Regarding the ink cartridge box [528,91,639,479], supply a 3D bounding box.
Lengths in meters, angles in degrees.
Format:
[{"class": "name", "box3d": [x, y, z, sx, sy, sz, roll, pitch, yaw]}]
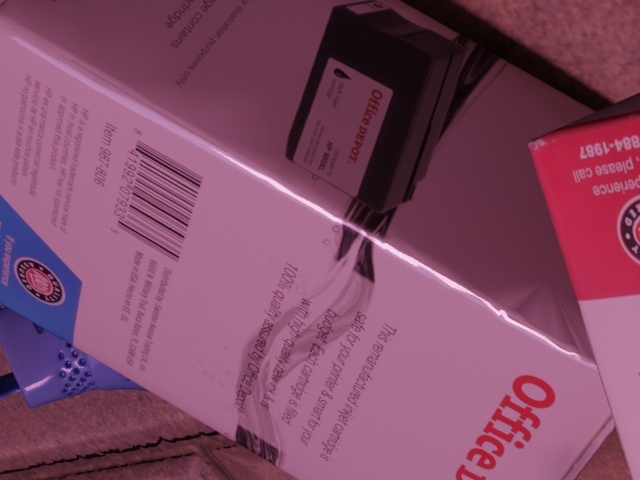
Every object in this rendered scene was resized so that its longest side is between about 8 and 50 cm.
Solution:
[{"class": "ink cartridge box", "box3d": [0.294, 0.094, 0.860, 0.279, 0.160, 0.385, -10, 100, 48]}]

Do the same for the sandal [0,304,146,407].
[{"class": "sandal", "box3d": [-0.186, 0.082, 1.447, 0.317, 0.138, 0.126, 7, 133, 37]}]

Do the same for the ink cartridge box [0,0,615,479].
[{"class": "ink cartridge box", "box3d": [0.000, 0.000, 1.121, 0.395, 0.166, 0.285, 31, 147, 6]}]
